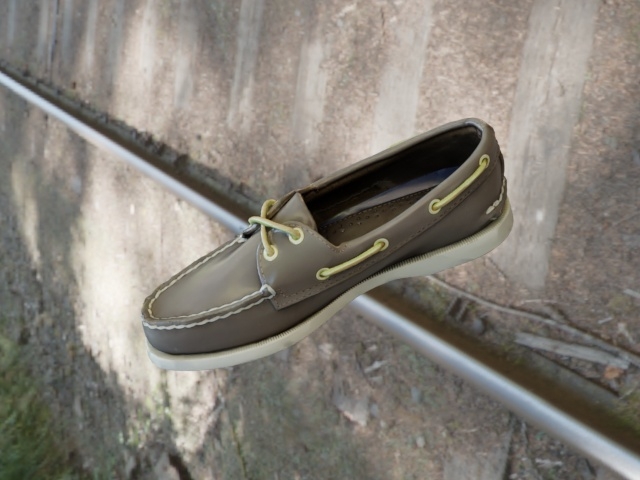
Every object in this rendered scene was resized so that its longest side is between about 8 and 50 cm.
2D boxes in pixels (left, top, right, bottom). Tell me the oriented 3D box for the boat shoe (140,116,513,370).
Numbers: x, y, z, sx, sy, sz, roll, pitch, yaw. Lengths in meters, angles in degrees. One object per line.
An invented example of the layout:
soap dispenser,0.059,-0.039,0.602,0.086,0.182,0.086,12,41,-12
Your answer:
boat shoe,0.000,0.000,0.610,0.117,0.324,0.097,-117,7,-50
